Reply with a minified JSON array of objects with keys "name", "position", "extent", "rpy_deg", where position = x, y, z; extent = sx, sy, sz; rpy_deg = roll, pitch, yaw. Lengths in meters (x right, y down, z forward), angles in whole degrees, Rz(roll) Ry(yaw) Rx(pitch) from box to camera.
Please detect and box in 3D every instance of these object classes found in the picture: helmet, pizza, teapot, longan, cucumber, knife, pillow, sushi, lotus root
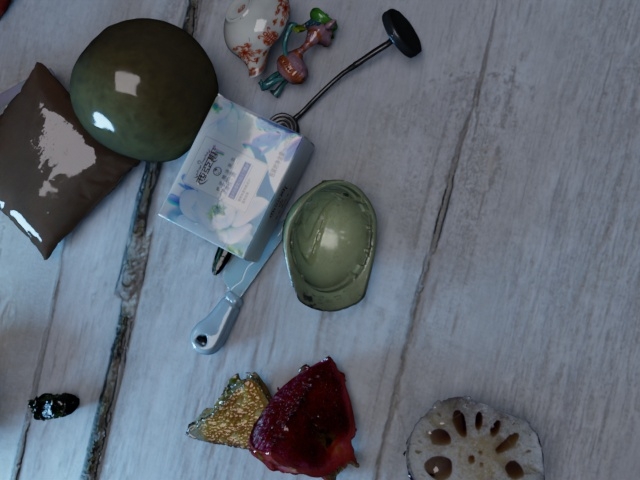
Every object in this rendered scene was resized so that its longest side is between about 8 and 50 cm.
[{"name":"helmet","position":[-0.002,0.004,1.762],"extent":[0.204,0.137,0.257],"rpy_deg":[3,95,-27]},{"name":"pizza","position":[-0.182,0.370,1.810],"extent":[0.195,0.052,0.185],"rpy_deg":[-15,90,5]},{"name":"teapot","position":[-0.129,-0.465,1.828],"extent":[0.116,0.159,0.245],"rpy_deg":[34,73,-27]},{"name":"longan","position":[-0.352,-0.303,1.790],"extent":[0.297,0.297,0.297],"rpy_deg":[-1,85,11]},{"name":"cucumber","position":[-0.183,-0.011,1.849],"extent":[0.036,0.033,0.184],"rpy_deg":[29,92,-9]},{"name":"knife","position":[-0.172,0.088,1.842],"extent":[0.080,0.044,0.331],"rpy_deg":[29,86,19]},{"name":"pillow","position":[-0.596,-0.169,1.895],"extent":[0.305,0.108,0.308],"rpy_deg":[44,95,-1]},{"name":"sushi","position":[-0.568,0.354,1.871],"extent":[0.083,0.085,0.056],"rpy_deg":[-4,85,10]},{"name":"lotus root","position":[0.285,0.441,1.643],"extent":[0.272,0.192,0.272],"rpy_deg":[-2,57,3]}]

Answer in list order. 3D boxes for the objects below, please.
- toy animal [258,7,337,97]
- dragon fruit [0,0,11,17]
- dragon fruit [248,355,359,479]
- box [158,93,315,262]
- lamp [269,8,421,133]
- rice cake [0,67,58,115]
[{"name":"toy animal","position":[-0.053,-0.390,1.821],"extent":[0.208,0.103,0.100],"rpy_deg":[-49,35,7]},{"name":"dragon fruit","position":[-0.859,-0.597,1.920],"extent":[0.240,0.330,0.302],"rpy_deg":[30,94,34]},{"name":"dragon fruit","position":[-0.023,0.392,1.728],"extent":[0.211,0.262,0.134],"rpy_deg":[50,135,-8]},{"name":"box","position":[-0.167,-0.122,1.779],"extent":[0.203,0.116,0.274],"rpy_deg":[27,91,13]},{"name":"lamp","position":[0.032,-0.334,1.793],"extent":[0.371,0.108,0.130],"rpy_deg":[-29,83,7]},{"name":"rice cake","position":[-0.738,-0.277,1.969],"extent":[0.365,0.056,0.072],"rpy_deg":[-25,81,8]}]
